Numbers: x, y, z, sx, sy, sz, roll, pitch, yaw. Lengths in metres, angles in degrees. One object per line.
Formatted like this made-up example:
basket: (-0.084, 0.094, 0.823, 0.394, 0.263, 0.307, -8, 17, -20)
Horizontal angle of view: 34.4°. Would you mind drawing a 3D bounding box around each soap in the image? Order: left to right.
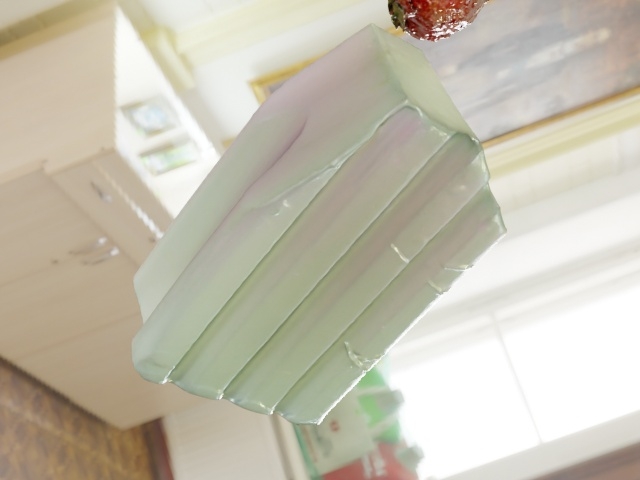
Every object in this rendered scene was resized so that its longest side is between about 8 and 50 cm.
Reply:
soap: (0.000, 0.000, 0.869, 0.208, 0.347, 0.115, 21, 36, -30)

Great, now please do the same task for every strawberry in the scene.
strawberry: (0.107, -0.224, 0.907, 0.106, 0.106, 0.106, -21, 90, -85)
